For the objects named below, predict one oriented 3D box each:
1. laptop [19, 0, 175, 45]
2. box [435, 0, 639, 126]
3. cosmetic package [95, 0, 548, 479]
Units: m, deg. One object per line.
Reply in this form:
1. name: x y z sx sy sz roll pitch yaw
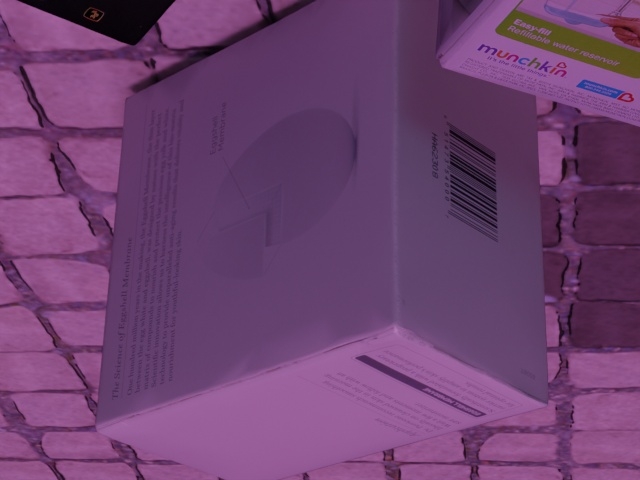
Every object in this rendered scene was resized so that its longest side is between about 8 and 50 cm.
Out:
1. laptop: -0.165 -0.148 0.780 0.264 0.136 0.234 20 148 -25
2. box: 0.220 -0.148 0.746 0.262 0.126 0.231 14 149 -17
3. cosmetic package: 0.000 0.000 0.935 0.225 0.224 0.138 -20 146 37
